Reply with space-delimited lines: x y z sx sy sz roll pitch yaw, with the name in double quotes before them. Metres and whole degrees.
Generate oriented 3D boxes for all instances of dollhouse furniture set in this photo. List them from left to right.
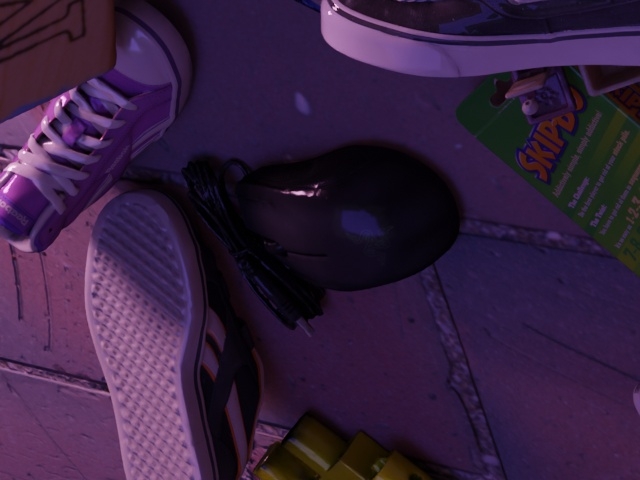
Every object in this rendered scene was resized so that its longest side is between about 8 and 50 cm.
"dollhouse furniture set" 0.171 -0.126 1.247 0.114 0.081 0.091 -18 101 17

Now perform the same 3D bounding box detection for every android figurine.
"android figurine" 0.062 0.284 1.865 0.273 0.056 0.248 40 145 -2

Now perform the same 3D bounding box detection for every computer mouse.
"computer mouse" 0.000 0.000 1.571 0.272 0.072 0.188 -14 120 49

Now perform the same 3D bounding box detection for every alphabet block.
"alphabet block" -0.280 -0.214 1.419 0.192 0.193 0.197 46 152 26

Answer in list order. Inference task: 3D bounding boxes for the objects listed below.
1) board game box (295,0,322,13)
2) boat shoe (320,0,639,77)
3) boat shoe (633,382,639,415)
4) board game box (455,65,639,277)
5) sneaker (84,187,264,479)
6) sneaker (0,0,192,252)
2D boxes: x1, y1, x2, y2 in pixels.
"board game box" 0.000 -0.249 1.293 0.194 0.060 0.194 29 145 14
"boat shoe" 0.144 -0.168 1.188 0.301 0.108 0.102 3 127 16
"boat shoe" 0.290 0.154 1.530 0.035 0.035 0.100 -9 119 50
"board game box" 0.224 -0.042 1.358 0.259 0.039 0.124 38 144 -6
"sneaker" -0.133 0.095 1.770 0.126 0.127 0.321 6 111 29
"sneaker" -0.203 -0.078 1.583 0.102 0.161 0.282 37 144 3
